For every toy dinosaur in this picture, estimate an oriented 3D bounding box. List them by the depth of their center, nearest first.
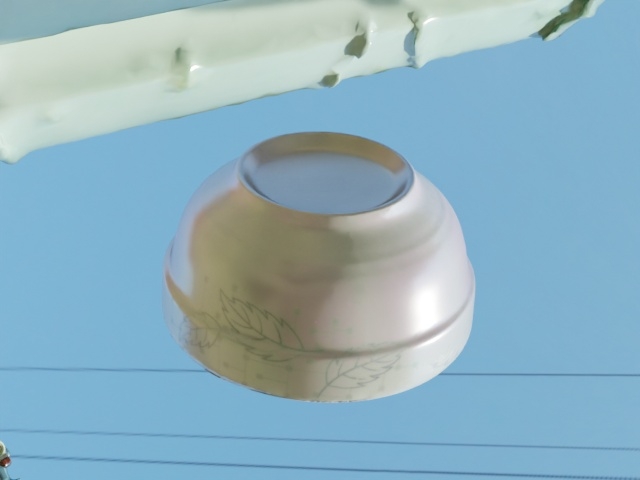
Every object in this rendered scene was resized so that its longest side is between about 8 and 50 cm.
[{"bbox_3d":[-0.320,0.200,1.200,0.047,0.030,0.083,-16,-79,46],"label":"toy dinosaur"}]

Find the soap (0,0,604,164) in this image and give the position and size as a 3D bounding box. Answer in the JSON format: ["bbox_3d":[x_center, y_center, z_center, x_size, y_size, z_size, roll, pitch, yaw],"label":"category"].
[{"bbox_3d":[-0.034,-0.158,0.357,0.446,0.261,0.156,-15,-114,-23],"label":"soap"}]

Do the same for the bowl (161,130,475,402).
[{"bbox_3d":[0.000,0.000,1.105,0.287,0.287,0.144,16,-57,20],"label":"bowl"}]
